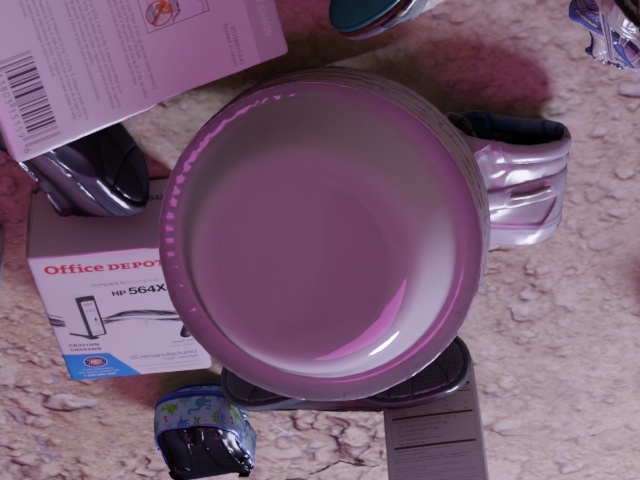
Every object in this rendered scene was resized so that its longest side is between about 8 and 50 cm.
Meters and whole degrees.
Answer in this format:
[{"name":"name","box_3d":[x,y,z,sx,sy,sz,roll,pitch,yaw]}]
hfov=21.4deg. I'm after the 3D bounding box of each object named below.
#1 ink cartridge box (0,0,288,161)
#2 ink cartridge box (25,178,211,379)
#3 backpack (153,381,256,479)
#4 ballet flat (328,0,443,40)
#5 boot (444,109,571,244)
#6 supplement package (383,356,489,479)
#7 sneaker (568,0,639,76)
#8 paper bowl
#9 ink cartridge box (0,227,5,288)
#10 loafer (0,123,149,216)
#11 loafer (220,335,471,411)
[{"name":"ink cartridge box","box_3d":[-0.172,-0.225,1.289,0.239,0.060,0.275,-24,125,-12]},{"name":"ink cartridge box","box_3d":[-0.192,0.040,1.641,0.148,0.086,0.203,-5,142,4]},{"name":"backpack","box_3d":[-0.129,0.203,1.845,0.105,0.084,0.114,-8,146,10]},{"name":"ballet flat","box_3d":[0.089,-0.234,1.339,0.079,0.077,0.221,-1,145,-34]},{"name":"boot","box_3d":[0.098,-0.067,1.539,0.258,0.095,0.123,0,128,-7]},{"name":"supplement package","box_3d":[0.125,0.230,1.816,0.105,0.179,0.105,-8,141,6]},{"name":"sneaker","box_3d":[0.258,-0.171,1.442,0.058,0.052,0.135,-19,132,34]},{"name":"paper bowl","box_3d":[0.000,0.000,1.451,0.284,0.148,0.284,3,105,10]},{"name":"ink cartridge box","box_3d":[-0.424,0.030,1.615,0.208,0.087,0.153,20,136,-24]},{"name":"loafer","box_3d":[-0.260,-0.105,1.449,0.095,0.109,0.302,-15,142,22]},{"name":"loafer","box_3d":[0.032,0.139,1.788,0.267,0.096,0.084,-5,161,14]}]
